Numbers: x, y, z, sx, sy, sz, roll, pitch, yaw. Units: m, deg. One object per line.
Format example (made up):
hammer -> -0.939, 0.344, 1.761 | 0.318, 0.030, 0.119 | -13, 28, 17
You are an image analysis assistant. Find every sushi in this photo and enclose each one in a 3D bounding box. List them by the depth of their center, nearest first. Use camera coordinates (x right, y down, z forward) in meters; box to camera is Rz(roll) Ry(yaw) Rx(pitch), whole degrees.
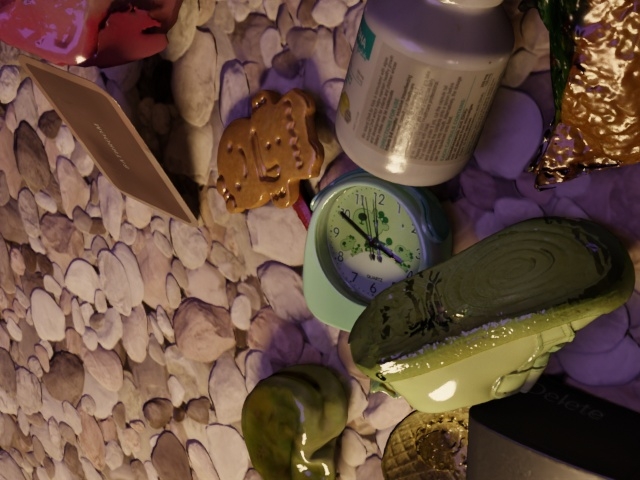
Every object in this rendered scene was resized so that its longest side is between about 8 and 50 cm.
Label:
sushi -> 0.225, -0.179, 0.826 | 0.140, 0.149, 0.287 | 10, 139, 8

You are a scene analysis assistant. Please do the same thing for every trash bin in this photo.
trash bin -> 0.224, 0.263, 0.998 | 0.165, 0.115, 0.225 | 19, 120, 32

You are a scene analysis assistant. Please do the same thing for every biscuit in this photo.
biscuit -> -0.062, -0.100, 1.170 | 0.184, 0.027, 0.133 | -3, 92, 49

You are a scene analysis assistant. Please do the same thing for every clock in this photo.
clock -> 0.064, -0.003, 1.071 | 0.159, 0.066, 0.210 | 16, 112, 31

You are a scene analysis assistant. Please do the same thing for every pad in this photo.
pad -> -0.249, -0.113, 1.254 | 0.176, 0.002, 0.266 | 24, 157, 34

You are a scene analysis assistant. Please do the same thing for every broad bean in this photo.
broad bean -> -0.033, 0.240, 1.245 | 0.153, 0.072, 0.206 | 36, 127, 35

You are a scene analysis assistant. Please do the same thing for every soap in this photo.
soap -> -0.309, -0.314, 1.204 | 0.325, 0.220, 0.127 | 41, 131, 25

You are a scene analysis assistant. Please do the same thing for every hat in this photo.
hat -> 0.133, 0.215, 1.100 | 0.146, 0.067, 0.146 | -1, 110, -2

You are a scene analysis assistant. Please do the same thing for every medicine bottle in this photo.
medicine bottle -> 0.097, -0.167, 0.930 | 0.135, 0.135, 0.215 | 39, 134, 26

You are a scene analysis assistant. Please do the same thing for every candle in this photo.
candle -> 0.000, 0.000, 1.168 | 0.026, 0.021, 0.167 | -33, 81, 44

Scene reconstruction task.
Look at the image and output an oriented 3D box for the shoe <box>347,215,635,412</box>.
shoe -> 0.154, 0.065, 0.960 | 0.262, 0.128, 0.140 | -22, 49, 9
